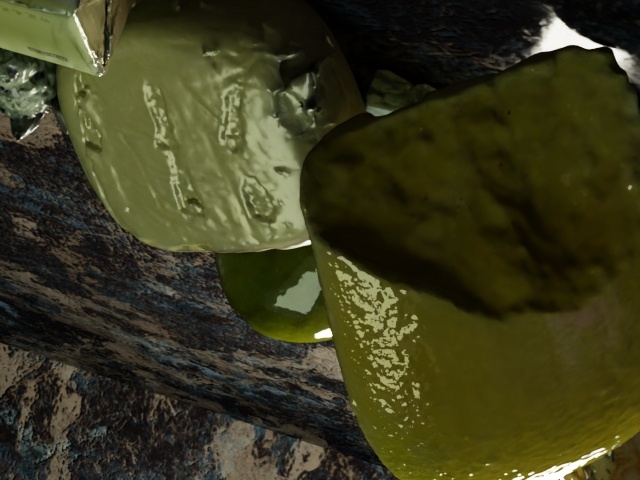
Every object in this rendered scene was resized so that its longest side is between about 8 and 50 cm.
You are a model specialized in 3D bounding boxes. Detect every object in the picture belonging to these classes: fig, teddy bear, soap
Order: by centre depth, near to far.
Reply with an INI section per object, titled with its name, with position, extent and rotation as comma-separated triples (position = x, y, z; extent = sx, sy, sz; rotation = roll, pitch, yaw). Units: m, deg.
[soap]
position = 0.157, 0.058, 1.328
extent = 0.115, 0.306, 0.427
rotation = 56, 172, 49
[teddy bear]
position = -0.287, -0.191, 1.411
extent = 0.133, 0.111, 0.213
rotation = -24, 130, 8
[fig]
position = 0.000, 0.000, 1.486
extent = 0.181, 0.181, 0.191
rotation = 22, 151, -12

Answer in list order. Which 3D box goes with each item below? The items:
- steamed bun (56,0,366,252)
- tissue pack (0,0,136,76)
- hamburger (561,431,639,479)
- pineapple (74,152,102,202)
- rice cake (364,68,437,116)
[steamed bun]
position = -0.073, -0.114, 1.337
extent = 0.273, 0.166, 0.232
rotation = -2, 122, 34
[tissue pack]
position = -0.241, -0.231, 1.161
extent = 0.234, 0.159, 0.125
rotation = 15, 163, 8
[hamburger]
position = 0.268, 0.090, 1.574
extent = 0.209, 0.162, 0.330
rotation = -132, 23, -65
[pineapple]
position = -0.153, -0.084, 1.554
extent = 0.166, 0.166, 0.193
rotation = 19, 174, -4
[rice cake]
position = 0.085, -0.088, 1.485
extent = 0.124, 0.038, 0.211
rotation = 20, 164, -4
